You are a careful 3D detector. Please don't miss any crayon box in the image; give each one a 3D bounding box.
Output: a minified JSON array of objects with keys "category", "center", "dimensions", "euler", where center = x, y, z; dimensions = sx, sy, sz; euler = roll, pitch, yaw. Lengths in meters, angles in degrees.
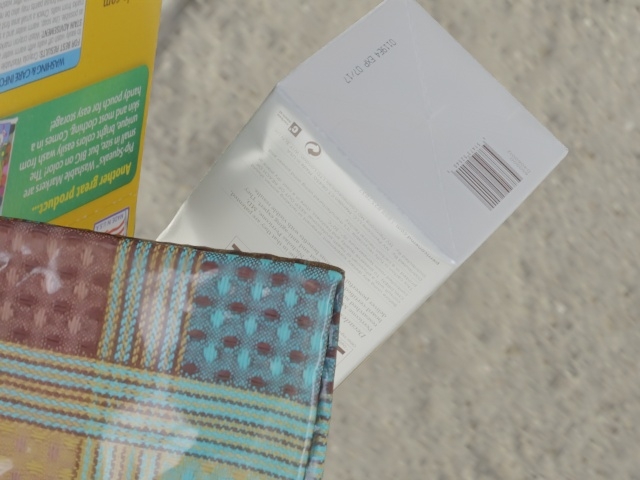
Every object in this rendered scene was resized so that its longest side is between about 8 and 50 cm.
[{"category":"crayon box","center":[-0.158,-0.110,0.938],"dimensions":[0.083,0.203,0.323],"euler":[17,112,21]}]

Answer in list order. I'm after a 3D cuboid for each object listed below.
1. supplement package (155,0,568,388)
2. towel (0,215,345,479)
[{"category":"supplement package","center":[0.000,0.000,1.100],"dimensions":[0.134,0.139,0.244],"euler":[45,135,3]},{"category":"towel","center":[-0.142,0.175,0.841],"dimensions":[0.271,0.040,0.370],"euler":[8,93,2]}]
